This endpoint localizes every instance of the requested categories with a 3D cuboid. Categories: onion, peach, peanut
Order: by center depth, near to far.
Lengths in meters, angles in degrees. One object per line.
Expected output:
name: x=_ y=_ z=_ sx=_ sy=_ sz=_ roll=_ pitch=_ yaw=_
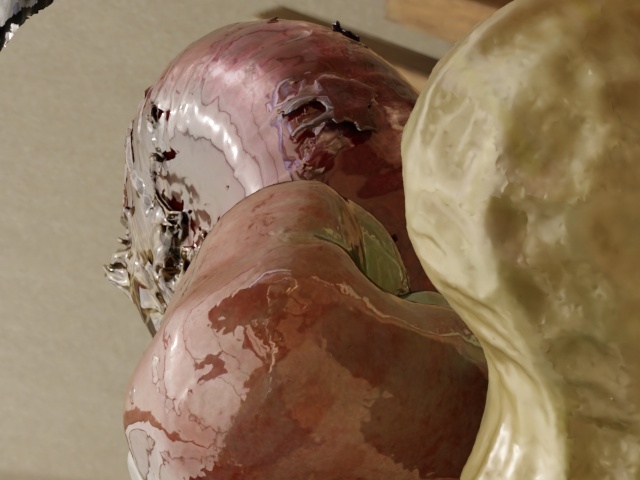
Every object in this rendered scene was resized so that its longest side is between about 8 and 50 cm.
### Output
peanut: x=0.100 y=0.060 z=0.487 sx=0.136 sy=0.120 sz=0.298 roll=-22 pitch=-68 yaw=-21
peach: x=-0.007 y=0.061 z=0.593 sx=0.152 sy=0.152 sz=0.152 roll=-29 pitch=-48 yaw=-39
onion: x=0.000 y=0.000 z=0.959 sx=0.232 sy=0.314 sz=0.314 roll=-22 pitch=-51 yaw=-25

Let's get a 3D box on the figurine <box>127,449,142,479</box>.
figurine: x=-0.003 y=0.107 z=1.253 sx=0.206 sy=0.218 sz=0.365 roll=-28 pitch=-33 yaw=-50

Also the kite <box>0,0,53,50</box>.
kite: x=-0.071 y=-0.123 z=0.410 sx=0.015 sy=0.285 sz=0.152 roll=13 pitch=-120 yaw=-51
